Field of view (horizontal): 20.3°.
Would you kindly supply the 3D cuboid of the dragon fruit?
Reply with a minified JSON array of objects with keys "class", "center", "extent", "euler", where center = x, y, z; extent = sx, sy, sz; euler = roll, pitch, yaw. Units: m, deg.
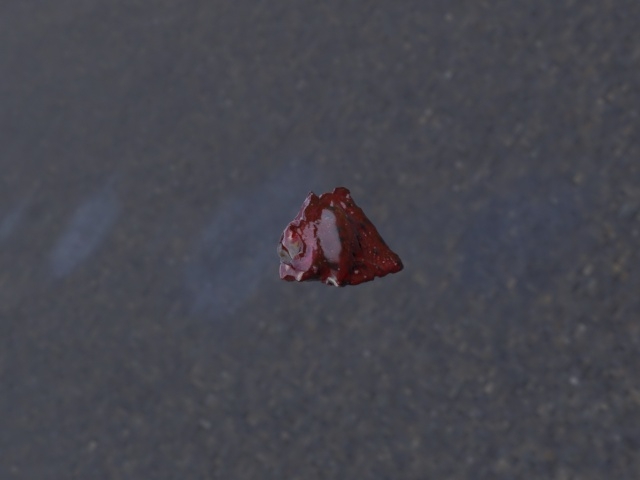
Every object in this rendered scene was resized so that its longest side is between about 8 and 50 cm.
[{"class":"dragon fruit","center":[0.001,-0.004,1.436],"extent":[0.097,0.131,0.063],"euler":[10,104,35]}]
